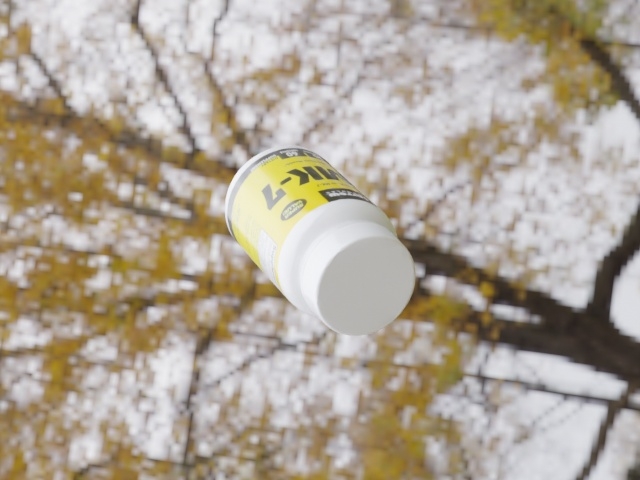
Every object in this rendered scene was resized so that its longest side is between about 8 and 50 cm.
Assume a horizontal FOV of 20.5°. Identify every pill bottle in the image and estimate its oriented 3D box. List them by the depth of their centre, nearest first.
[{"bbox_3d":[0.000,0.000,1.642,0.208,0.119,0.119,-136,37,-56],"label":"pill bottle"}]
